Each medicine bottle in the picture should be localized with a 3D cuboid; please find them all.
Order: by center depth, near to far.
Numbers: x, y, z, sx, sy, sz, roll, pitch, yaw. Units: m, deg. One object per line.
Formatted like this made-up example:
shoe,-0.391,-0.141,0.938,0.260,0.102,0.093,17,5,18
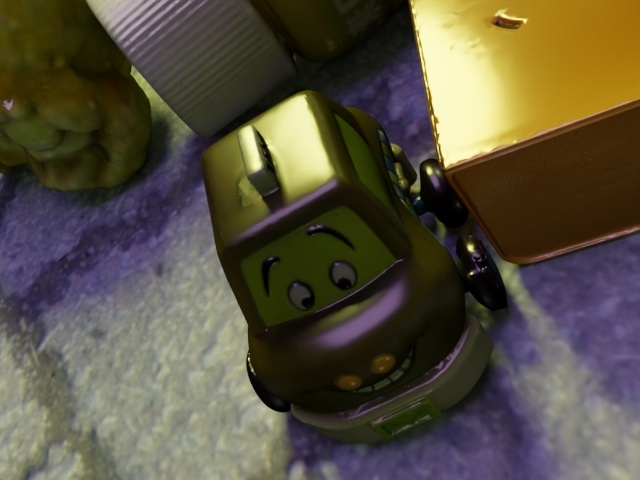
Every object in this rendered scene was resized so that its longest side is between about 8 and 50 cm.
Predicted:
medicine bottle,-0.021,-0.289,0.740,0.384,0.224,0.224,-38,47,4

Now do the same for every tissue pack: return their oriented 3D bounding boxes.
tissue pack,0.180,-0.146,0.570,0.194,0.145,0.275,-17,51,20

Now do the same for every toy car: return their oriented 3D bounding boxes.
toy car,0.000,0.000,0.545,0.204,0.198,0.248,-28,49,13

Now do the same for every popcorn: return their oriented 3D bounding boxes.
popcorn,-0.343,-0.218,0.865,0.334,0.292,0.294,29,86,49
